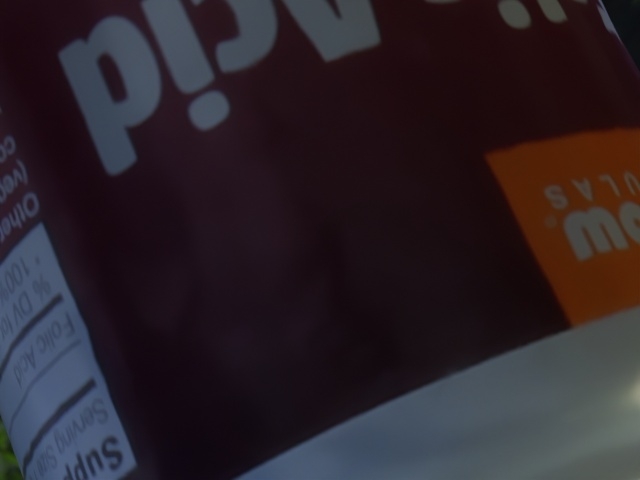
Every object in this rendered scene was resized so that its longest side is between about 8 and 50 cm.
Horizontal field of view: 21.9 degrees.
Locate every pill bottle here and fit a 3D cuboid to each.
[{"bbox_3d":[0.000,0.000,0.514,0.392,0.224,0.224,66,-32,18],"label":"pill bottle"}]
